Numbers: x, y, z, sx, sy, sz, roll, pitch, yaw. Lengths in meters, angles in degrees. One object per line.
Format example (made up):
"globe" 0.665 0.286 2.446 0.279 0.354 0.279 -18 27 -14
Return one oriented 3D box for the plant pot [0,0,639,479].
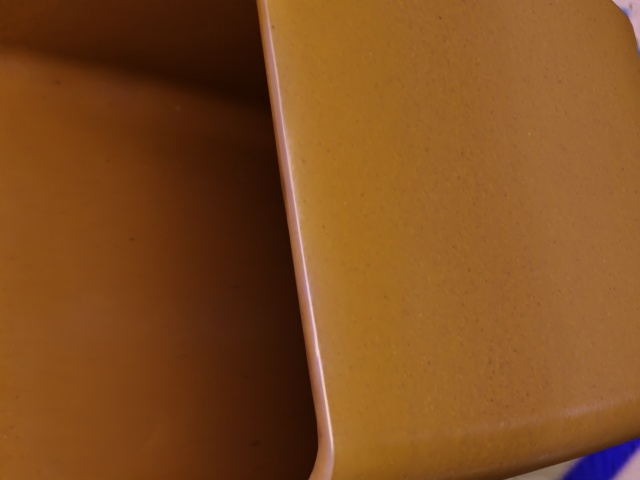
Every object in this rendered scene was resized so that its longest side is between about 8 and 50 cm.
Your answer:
"plant pot" 0.000 0.000 0.599 0.187 0.212 0.212 5 68 -37
